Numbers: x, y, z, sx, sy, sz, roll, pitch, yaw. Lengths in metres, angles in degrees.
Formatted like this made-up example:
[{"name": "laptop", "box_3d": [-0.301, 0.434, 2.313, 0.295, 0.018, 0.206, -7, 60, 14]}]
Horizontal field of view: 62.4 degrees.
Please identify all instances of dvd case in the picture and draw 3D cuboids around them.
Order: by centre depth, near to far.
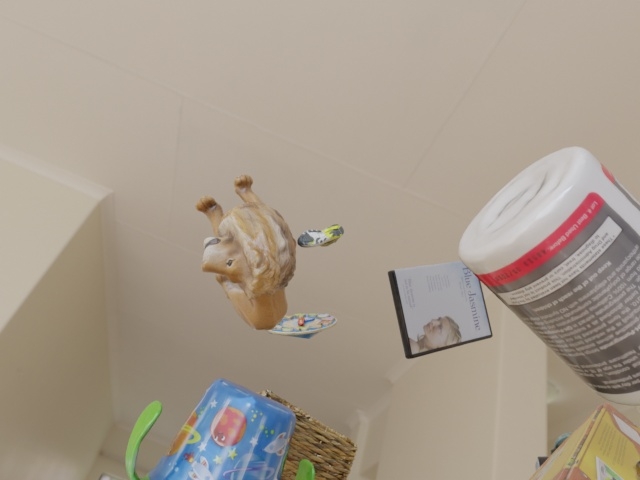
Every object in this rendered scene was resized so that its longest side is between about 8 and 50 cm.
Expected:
[{"name": "dvd case", "box_3d": [0.261, 0.139, 1.127, 0.252, 0.181, 0.022, -5, -11, -34]}]

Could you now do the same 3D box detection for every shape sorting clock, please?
[{"name": "shape sorting clock", "box_3d": [-0.055, 0.235, 1.507, 0.206, 0.206, 0.040, 2, -82, 22]}]

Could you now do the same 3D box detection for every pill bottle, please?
[{"name": "pill bottle", "box_3d": [0.323, 0.065, 0.586, 0.318, 0.176, 0.176, 44, -42, -4]}]

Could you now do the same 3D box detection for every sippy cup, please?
[{"name": "sippy cup", "box_3d": [-0.157, 0.372, 0.918, 0.240, 0.224, 0.305, 18, -17, 27]}]

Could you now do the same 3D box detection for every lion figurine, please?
[{"name": "lion figurine", "box_3d": [-0.107, 0.056, 0.885, 0.142, 0.240, 0.392, -28, -32, -10]}]

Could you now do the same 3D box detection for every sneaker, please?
[{"name": "sneaker", "box_3d": [0.000, 0.000, 0.878, 0.083, 0.031, 0.035, -13, -30, -21]}]

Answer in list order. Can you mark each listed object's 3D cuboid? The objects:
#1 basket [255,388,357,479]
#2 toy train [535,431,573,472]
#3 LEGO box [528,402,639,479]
[{"name": "basket", "box_3d": [-0.103, 0.528, 1.295, 0.299, 0.214, 0.223, 35, -30, -14]}, {"name": "toy train", "box_3d": [0.608, 0.489, 1.054, 0.333, 0.142, 0.190, -6, -65, 14]}, {"name": "LEGO box", "box_3d": [0.312, 0.445, 0.691, 0.193, 0.500, 0.373, 43, -73, 29]}]
